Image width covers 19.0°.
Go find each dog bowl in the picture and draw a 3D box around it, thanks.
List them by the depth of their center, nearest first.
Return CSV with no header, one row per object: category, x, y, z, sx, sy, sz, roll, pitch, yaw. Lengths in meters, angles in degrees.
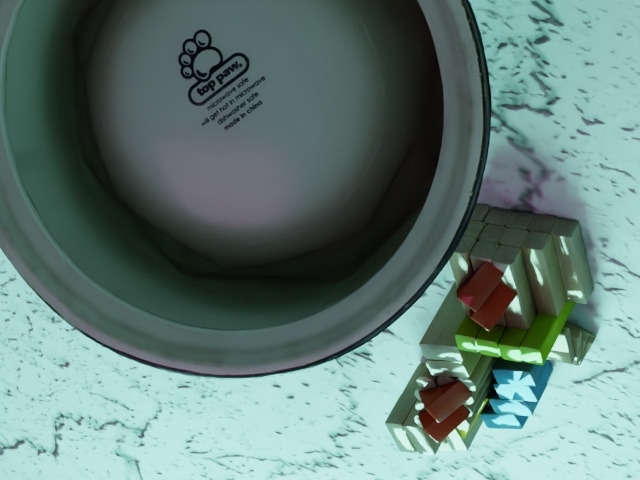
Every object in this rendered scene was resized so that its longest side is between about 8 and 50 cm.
dog bowl,-0.060,-0.107,1.458,0.408,0.150,0.408,2,100,14

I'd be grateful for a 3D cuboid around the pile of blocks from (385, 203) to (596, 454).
pile of blocks,0.152,0.120,1.740,0.149,0.112,0.362,26,144,10
